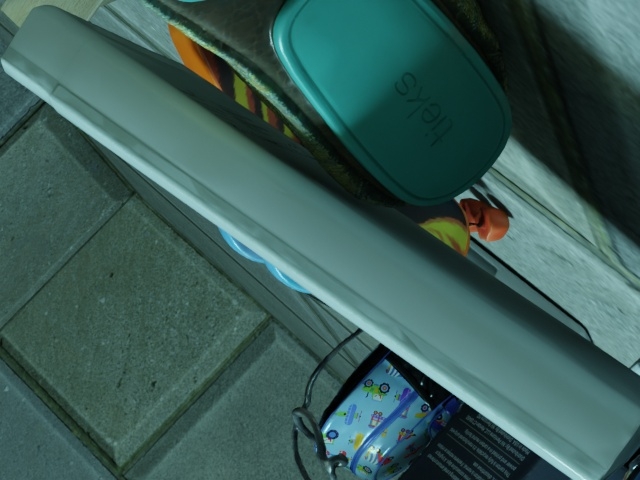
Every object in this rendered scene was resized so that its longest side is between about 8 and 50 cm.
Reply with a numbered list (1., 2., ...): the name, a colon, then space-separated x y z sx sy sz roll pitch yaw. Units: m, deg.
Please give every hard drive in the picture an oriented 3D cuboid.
1. hard drive: 0.017 0.002 0.794 0.307 0.040 0.203 35 -174 14

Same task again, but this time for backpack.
1. backpack: 0.080 0.147 1.513 0.117 0.173 0.158 42 173 14

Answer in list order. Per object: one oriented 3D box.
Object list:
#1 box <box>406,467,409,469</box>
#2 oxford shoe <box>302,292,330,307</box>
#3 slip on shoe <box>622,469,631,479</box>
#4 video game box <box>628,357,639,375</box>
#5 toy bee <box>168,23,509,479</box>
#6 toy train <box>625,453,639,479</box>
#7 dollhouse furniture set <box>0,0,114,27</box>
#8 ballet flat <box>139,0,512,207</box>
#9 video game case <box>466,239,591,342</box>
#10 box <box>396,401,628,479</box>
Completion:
1. box: 0.200 0.251 1.710 0.213 0.117 0.243 47 172 -27
2. oxford shoe: 0.000 0.000 1.484 0.096 0.083 0.227 30 167 48
3. slip on shoe: 0.272 0.245 0.975 0.331 0.123 0.101 44 141 -17
4. video game box: 0.237 0.107 0.831 0.187 0.048 0.205 46 174 9
5. toy bee: 0.021 -0.024 1.017 0.195 0.162 0.298 49 154 45
6. toy train: 0.188 0.136 0.798 0.105 0.080 0.184 52 177 11
7. dollhouse furniture set: -0.175 -0.238 1.260 0.144 0.123 0.151 44 -151 4
8. ballet flat: -0.027 -0.131 0.659 0.123 0.123 0.348 39 174 37
9. video game case: 0.101 0.029 1.277 0.285 0.025 0.204 40 173 30
10. box: 0.182 0.339 1.394 0.343 0.312 0.179 41 178 -18
